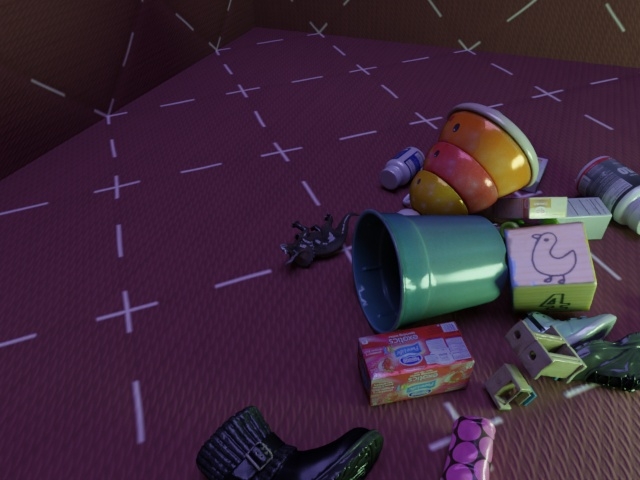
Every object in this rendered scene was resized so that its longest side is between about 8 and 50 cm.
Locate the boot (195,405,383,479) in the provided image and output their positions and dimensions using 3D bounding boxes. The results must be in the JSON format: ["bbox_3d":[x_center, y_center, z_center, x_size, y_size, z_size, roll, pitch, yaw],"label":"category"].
[{"bbox_3d":[-0.065,0.449,1.038,0.348,0.131,0.260,-28,46,-26],"label":"boot"}]

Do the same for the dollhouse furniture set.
[{"bbox_3d":[0.500,0.304,1.174,0.130,0.183,0.128,14,34,-28],"label":"dollhouse furniture set"}]

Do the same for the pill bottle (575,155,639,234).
[{"bbox_3d":[1.036,-0.156,1.662,0.162,0.161,0.283,-14,42,-12],"label":"pill bottle"}]

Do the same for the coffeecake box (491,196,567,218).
[{"bbox_3d":[0.672,-0.106,1.572,0.143,0.068,0.185,-2,5,-17],"label":"coffeecake box"}]

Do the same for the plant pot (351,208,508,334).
[{"bbox_3d":[0.299,0.069,1.341,0.335,0.340,0.341,-6,40,-17],"label":"plant pot"}]

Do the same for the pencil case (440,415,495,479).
[{"bbox_3d":[0.307,0.474,1.024,0.098,0.095,0.209,0,35,29],"label":"pencil case"}]

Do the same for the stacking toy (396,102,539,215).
[{"bbox_3d":[0.403,-0.161,1.534,0.480,0.350,0.351,-44,51,-5],"label":"stacking toy"}]

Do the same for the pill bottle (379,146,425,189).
[{"bbox_3d":[0.315,-0.277,1.884,0.112,0.111,0.187,27,49,30],"label":"pill bottle"}]

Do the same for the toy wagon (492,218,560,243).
[{"bbox_3d":[0.578,-0.033,1.547,0.267,0.068,0.345,-4,5,-38],"label":"toy wagon"}]

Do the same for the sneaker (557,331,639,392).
[{"bbox_3d":[0.715,0.310,1.185,0.287,0.109,0.130,-12,51,-4],"label":"sneaker"}]

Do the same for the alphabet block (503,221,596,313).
[{"bbox_3d":[0.616,0.080,1.321,0.197,0.193,0.192,-7,60,19],"label":"alphabet block"}]

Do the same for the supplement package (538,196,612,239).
[{"bbox_3d":[0.844,-0.071,1.617,0.180,0.105,0.105,-2,40,0],"label":"supplement package"}]

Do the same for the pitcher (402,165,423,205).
[{"bbox_3d":[0.398,-0.208,1.803,0.178,0.125,0.207,-18,27,32],"label":"pitcher"}]

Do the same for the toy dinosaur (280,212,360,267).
[{"bbox_3d":[0.000,0.000,1.600,0.314,0.121,0.160,-15,54,-21],"label":"toy dinosaur"}]

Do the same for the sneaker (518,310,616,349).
[{"bbox_3d":[0.652,0.220,1.296,0.256,0.094,0.151,-17,39,-18],"label":"sneaker"}]

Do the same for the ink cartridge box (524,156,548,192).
[{"bbox_3d":[0.691,-0.303,1.929,0.371,0.069,0.175,21,46,22],"label":"ink cartridge box"}]

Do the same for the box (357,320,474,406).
[{"bbox_3d":[0.228,0.303,1.198,0.257,0.122,0.128,-9,40,-7],"label":"box"}]
